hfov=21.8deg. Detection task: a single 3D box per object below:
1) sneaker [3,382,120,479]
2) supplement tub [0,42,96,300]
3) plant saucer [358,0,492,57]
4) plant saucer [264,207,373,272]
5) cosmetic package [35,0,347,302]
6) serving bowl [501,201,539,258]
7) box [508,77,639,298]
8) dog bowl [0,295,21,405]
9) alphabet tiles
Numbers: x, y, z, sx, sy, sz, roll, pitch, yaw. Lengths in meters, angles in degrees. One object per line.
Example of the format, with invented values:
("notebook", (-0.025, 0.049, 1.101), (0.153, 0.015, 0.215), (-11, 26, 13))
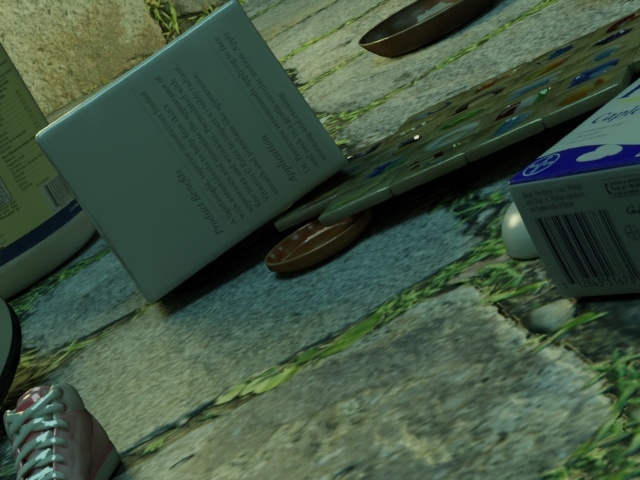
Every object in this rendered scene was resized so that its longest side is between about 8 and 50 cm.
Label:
("sneaker", (-0.151, 0.122, 0.904), (0.051, 0.070, 0.134), (-24, 15, 13))
("supplement tub", (-0.395, -0.096, 1.662), (0.235, 0.325, 0.235), (-28, 13, 7))
("plant saucer", (0.120, -0.238, 1.769), (0.168, 0.029, 0.168), (-28, 13, 7))
("plant saucer", (0.000, 0.000, 1.164), (0.083, 0.013, 0.083), (-28, 12, 7))
("cosmetic package", (-0.101, -0.069, 1.279), (0.183, 0.151, 0.151), (-34, 7, -3))
("serving bowl", (0.137, -0.022, 0.934), (0.083, 0.027, 0.083), (-27, 14, 7))
("box", (0.184, -0.038, 0.798), (0.137, 0.072, 0.126), (-36, 16, -31))
("dog bowl", (-0.430, 0.102, 1.192), (0.408, 0.150, 0.408), (-21, 26, 11))
("alphabet tiles", (0.135, -0.098, 1.222), (0.342, 0.011, 0.285), (-24, 10, 22))
